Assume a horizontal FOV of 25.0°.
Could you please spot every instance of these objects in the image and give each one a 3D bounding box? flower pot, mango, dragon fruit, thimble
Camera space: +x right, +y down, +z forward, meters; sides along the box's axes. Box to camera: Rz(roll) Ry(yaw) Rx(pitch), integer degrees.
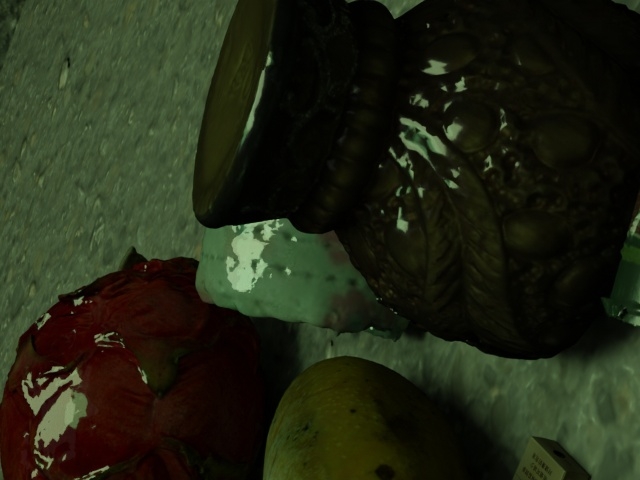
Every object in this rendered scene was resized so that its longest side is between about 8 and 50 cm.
[{"bbox_3d":[0.063,-0.071,0.999,0.266,0.267,0.267,-164,90,-76],"label":"flower pot"},{"bbox_3d":[0.032,0.187,1.120,0.176,0.175,0.329,-45,14,12],"label":"mango"},{"bbox_3d":[-0.189,0.175,1.447,0.277,0.277,0.343,-28,51,58],"label":"dragon fruit"},{"bbox_3d":[0.000,0.000,1.255,0.211,0.185,0.149,11,90,31],"label":"thimble"}]

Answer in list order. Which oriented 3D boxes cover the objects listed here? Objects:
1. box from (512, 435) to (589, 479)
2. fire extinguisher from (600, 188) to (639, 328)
[{"bbox_3d":[0.152,0.186,1.011,0.053,0.024,0.083,48,122,61],"label":"box"},{"bbox_3d":[0.250,-0.083,0.866,0.093,0.118,0.294,15,92,20],"label":"fire extinguisher"}]
